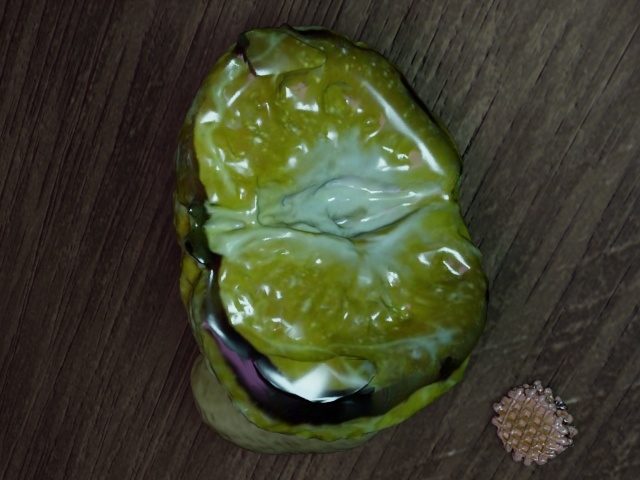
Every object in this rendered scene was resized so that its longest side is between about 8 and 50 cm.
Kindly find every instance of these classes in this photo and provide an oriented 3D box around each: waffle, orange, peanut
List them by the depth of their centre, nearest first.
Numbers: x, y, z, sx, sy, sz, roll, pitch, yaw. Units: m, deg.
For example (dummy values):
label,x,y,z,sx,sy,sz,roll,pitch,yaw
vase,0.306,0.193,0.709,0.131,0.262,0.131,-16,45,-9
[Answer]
label,x,y,z,sx,sy,sz,roll,pitch,yaw
orange,0.000,0.000,1.290,0.210,0.271,0.368,129,133,-75
waffle,0.197,0.172,1.317,0.083,0.029,0.075,-28,84,43
peanut,-0.034,0.151,1.439,0.253,0.122,0.137,-14,102,44
